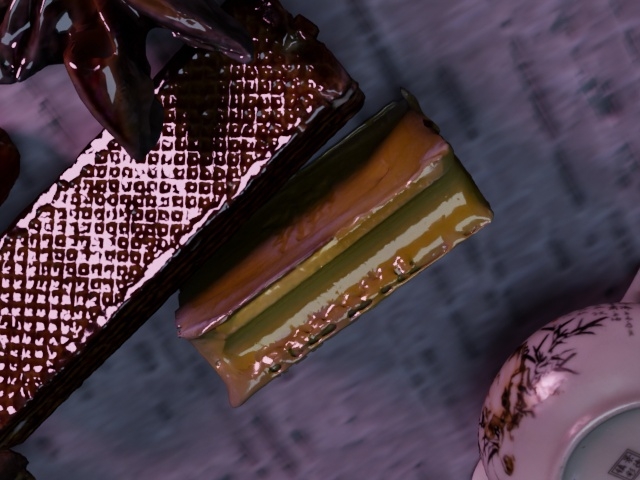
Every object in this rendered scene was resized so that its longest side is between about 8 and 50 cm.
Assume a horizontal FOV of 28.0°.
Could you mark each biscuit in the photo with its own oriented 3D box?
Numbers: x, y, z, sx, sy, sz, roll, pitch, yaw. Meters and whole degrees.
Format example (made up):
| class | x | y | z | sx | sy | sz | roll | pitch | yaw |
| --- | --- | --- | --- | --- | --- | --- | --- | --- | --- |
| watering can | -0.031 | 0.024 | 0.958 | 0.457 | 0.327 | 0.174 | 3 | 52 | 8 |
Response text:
| class | x | y | z | sx | sy | sz | roll | pitch | yaw |
| --- | --- | --- | --- | --- | --- | --- | --- | --- | --- |
| biscuit | -0.135 | -0.010 | 0.907 | 0.388 | 0.073 | 0.107 | -44 | 77 | 11 |

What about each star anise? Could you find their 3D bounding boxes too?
| class | x | y | z | sx | sy | sz | roll | pitch | yaw |
| --- | --- | --- | --- | --- | --- | --- | --- | --- | --- |
| star anise | -0.155 | -0.183 | 0.810 | 0.283 | 0.129 | 0.212 | 25 | 99 | 16 |

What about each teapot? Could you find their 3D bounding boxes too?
| class | x | y | z | sx | sy | sz | roll | pitch | yaw |
| --- | --- | --- | --- | --- | --- | --- | --- | --- | --- |
| teapot | 0.239 | 0.127 | 1.025 | 0.208 | 0.166 | 0.299 | 31 | 98 | -13 |

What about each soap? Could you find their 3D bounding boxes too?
| class | x | y | z | sx | sy | sz | roll | pitch | yaw |
| --- | --- | --- | --- | --- | --- | --- | --- | --- | --- |
| soap | 0.001 | 0.001 | 0.924 | 0.233 | 0.135 | 0.076 | -38 | 114 | 8 |

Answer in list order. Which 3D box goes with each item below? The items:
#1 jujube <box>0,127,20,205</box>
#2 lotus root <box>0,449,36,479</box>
| class | x | y | z | sx | sy | sz | roll | pitch | yaw |
| --- | --- | --- | --- | --- | --- | --- | --- | --- | --- |
| jujube | -0.265 | -0.030 | 0.899 | 0.129 | 0.077 | 0.077 | -45 | 113 | 3 |
| lotus root | -0.370 | 0.179 | 0.939 | 0.314 | 0.141 | 0.169 | 3 | 116 | -21 |
